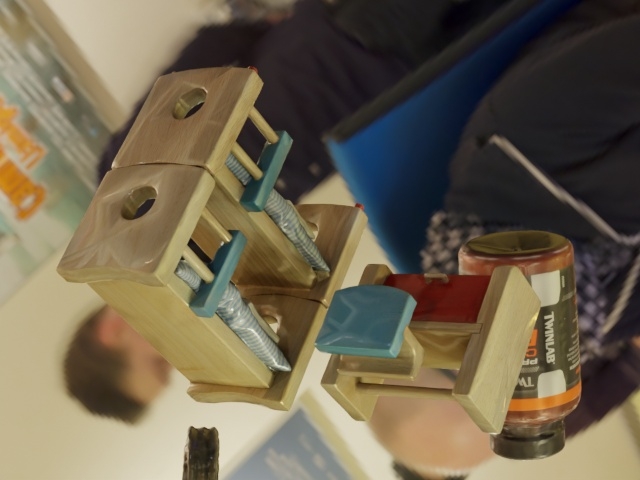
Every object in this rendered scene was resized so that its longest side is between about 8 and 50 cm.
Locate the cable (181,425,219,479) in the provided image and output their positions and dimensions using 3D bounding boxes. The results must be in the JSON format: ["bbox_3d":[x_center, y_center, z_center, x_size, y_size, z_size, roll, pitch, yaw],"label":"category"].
[{"bbox_3d":[-0.088,0.272,1.061,0.072,0.287,0.139,9,-165,-2],"label":"cable"}]

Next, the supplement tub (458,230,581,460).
[{"bbox_3d":[0.183,0.096,1.213,0.106,0.106,0.197,20,119,63],"label":"supplement tub"}]

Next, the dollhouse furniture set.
[{"bbox_3d":[0.000,0.000,0.653,0.184,0.129,0.129,1,145,35],"label":"dollhouse furniture set"}]
